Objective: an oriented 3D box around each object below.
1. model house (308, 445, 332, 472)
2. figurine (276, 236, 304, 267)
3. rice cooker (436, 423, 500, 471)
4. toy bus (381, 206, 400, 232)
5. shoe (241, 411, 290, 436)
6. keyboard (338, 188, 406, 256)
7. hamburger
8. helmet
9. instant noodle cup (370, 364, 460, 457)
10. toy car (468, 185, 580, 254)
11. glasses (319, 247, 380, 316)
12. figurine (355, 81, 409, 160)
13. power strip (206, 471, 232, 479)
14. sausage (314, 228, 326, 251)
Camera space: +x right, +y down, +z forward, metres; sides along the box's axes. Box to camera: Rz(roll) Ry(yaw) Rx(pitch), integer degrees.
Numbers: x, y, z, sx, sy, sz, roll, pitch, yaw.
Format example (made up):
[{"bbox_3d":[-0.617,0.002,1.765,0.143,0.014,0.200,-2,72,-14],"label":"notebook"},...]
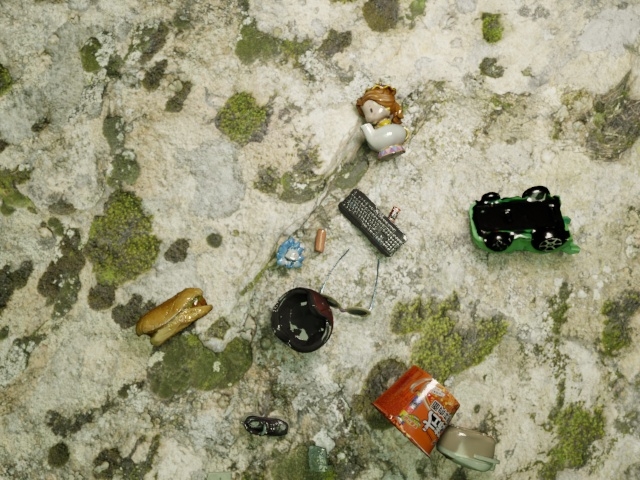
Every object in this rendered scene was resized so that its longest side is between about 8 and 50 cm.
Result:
[{"bbox_3d":[-0.001,0.744,1.758,0.078,0.066,0.083,-4,70,10],"label":"model house"},{"bbox_3d":[-0.102,0.040,1.771,0.114,0.079,0.114,-3,98,-24],"label":"figurine"},{"bbox_3d":[0.490,0.689,1.713,0.206,0.145,0.127,12,77,-2],"label":"rice cooker"},{"bbox_3d":[0.243,-0.066,1.794,0.031,0.043,0.110,27,88,1],"label":"toy bus"},{"bbox_3d":[-0.188,0.630,1.736,0.169,0.099,0.071,12,85,0],"label":"shoe"},{"bbox_3d":[0.178,-0.063,1.776,0.106,0.016,0.262,-45,76,4],"label":"keyboard"},{"bbox_3d":[-0.506,0.257,1.739,0.262,0.131,0.124,-35,88,-6],"label":"hamburger"},{"bbox_3d":[-0.054,0.261,1.704,0.189,0.193,0.216,-31,79,11],"label":"helmet"},{"bbox_3d":[0.316,0.543,1.679,0.250,0.250,0.192,42,80,2],"label":"instant noodle cup"},{"bbox_3d":[0.684,-0.046,1.728,0.358,0.176,0.214,-6,56,7],"label":"toy car"},{"bbox_3d":[0.111,0.143,1.763,0.189,0.088,0.221,20,88,1],"label":"glasses"},{"bbox_3d":[0.212,-0.413,1.765,0.189,0.142,0.264,-12,85,-32],"label":"figurine"},{"bbox_3d":[-0.346,0.816,1.769,0.090,0.016,0.040,-2,88,1],"label":"power strip"},{"bbox_3d":[0.000,0.000,1.796,0.034,0.034,0.083,8,88,0],"label":"sausage"}]
